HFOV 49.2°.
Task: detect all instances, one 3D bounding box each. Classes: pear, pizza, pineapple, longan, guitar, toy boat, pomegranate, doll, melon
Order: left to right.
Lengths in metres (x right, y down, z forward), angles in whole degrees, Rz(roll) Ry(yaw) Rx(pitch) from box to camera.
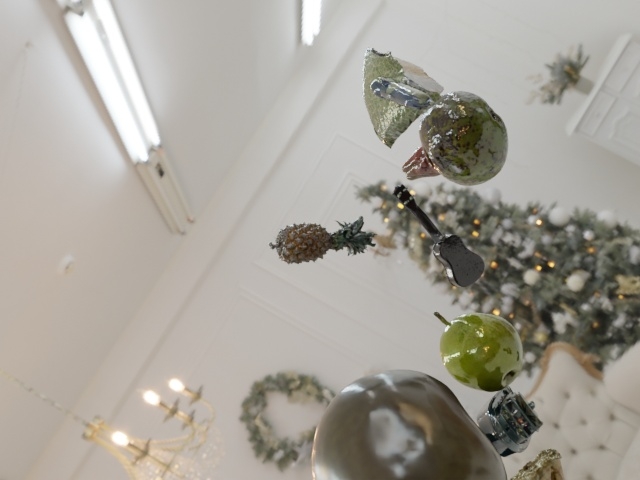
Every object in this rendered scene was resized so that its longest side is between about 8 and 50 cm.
[{"bbox_3d":[0.001,0.001,1.409,0.103,0.221,0.083,170,93,-67],"label":"pineapple"},{"bbox_3d":[0.099,-0.181,0.859,0.125,0.037,0.027,40,125,57],"label":"doll"},{"bbox_3d":[0.117,-0.196,0.992,0.202,0.093,0.139,-121,38,-55],"label":"melon"},{"bbox_3d":[0.150,0.404,1.235,0.361,0.361,0.361,-60,-6,-11],"label":"longan"},{"bbox_3d":[0.252,-0.015,1.521,0.084,0.271,0.038,-41,7,-13],"label":"guitar"},{"bbox_3d":[0.285,-0.209,1.549,0.248,0.214,0.214,-30,11,31],"label":"pomegranate"},{"bbox_3d":[0.330,0.224,1.510,0.180,0.216,0.166,-6,-58,-43],"label":"pear"},{"bbox_3d":[0.386,0.370,1.428,0.122,0.114,0.296,-40,-15,13],"label":"toy boat"},{"bbox_3d":[0.470,0.633,1.561,0.089,0.223,0.323,15,105,57],"label":"pizza"}]
